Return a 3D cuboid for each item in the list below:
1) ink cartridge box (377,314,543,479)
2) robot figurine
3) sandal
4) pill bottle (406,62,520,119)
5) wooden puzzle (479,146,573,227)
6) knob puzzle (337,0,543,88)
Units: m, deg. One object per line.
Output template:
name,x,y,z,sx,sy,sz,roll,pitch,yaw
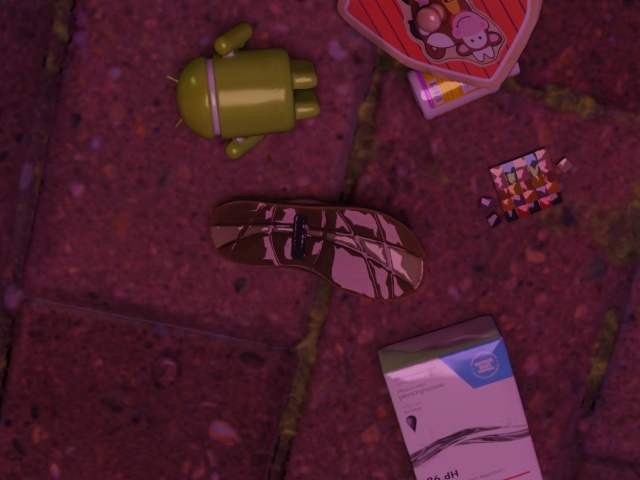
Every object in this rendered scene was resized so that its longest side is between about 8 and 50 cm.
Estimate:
ink cartridge box,0.123,0.166,1.234,0.104,0.060,0.180,-18,107,1
robot figurine,-0.059,-0.113,1.134,0.115,0.067,0.101,-7,119,-2
sandal,0.000,0.000,1.187,0.180,0.049,0.072,10,100,8
pill bottle,0.113,-0.129,1.154,0.083,0.043,0.043,-22,107,2
wooden puzzle,0.168,-0.045,1.202,0.083,0.006,0.049,-20,107,2
knob puzzle,0.080,-0.191,1.073,0.213,0.030,0.213,20,134,23
